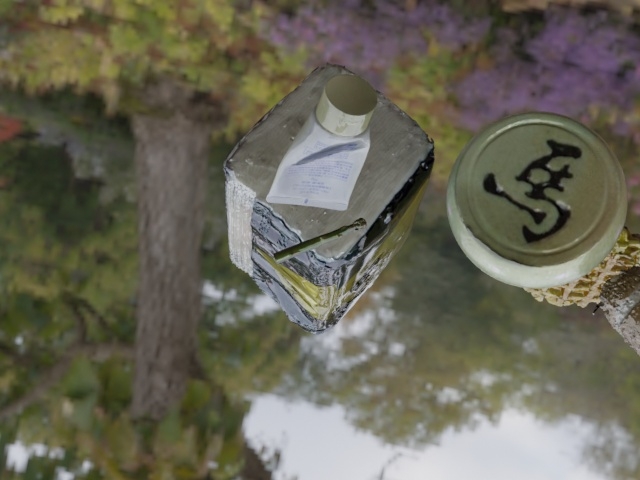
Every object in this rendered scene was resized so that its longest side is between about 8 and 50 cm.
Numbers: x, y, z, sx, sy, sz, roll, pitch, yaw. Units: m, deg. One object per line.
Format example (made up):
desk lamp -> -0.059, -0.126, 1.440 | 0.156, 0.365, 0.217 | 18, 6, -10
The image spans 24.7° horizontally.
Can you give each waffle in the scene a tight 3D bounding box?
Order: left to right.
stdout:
waffle -> 0.413, 0.048, 2.257 | 0.237, 0.059, 0.243 | -15, 145, 34

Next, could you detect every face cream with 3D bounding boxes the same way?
face cream -> 0.008, -0.117, 1.906 | 0.114, 0.224, 0.070 | 6, -128, -14

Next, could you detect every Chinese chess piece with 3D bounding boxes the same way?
Chinese chess piece -> 0.300, -0.057, 2.030 | 0.250, 0.250, 0.101 | 13, 164, 9

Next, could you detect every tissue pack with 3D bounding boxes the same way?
tissue pack -> 0.002, -0.053, 2.305 | 0.253, 0.264, 0.416 | 41, 163, 9

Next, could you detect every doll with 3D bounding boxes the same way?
doll -> 0.483, 0.122, 2.023 | 0.221, 0.115, 0.105 | 34, 153, 25

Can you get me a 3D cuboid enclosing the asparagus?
asparagus -> 0.000, 0.000, 1.849 | 0.127, 0.015, 0.018 | -23, -169, 5
